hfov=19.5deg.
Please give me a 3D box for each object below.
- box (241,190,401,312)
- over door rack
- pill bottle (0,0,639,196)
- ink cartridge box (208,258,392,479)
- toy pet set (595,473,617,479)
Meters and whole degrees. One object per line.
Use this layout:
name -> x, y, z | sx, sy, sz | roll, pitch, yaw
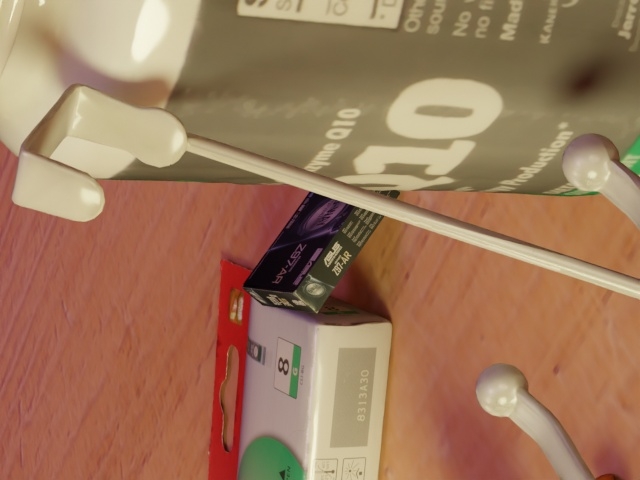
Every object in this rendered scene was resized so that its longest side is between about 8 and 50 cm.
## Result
box -> 0.000, 0.000, 1.011 | 0.083, 0.018, 0.067 | -54, 23, -15
over door rack -> 0.030, 0.073, 0.701 | 0.108, 0.324, 0.239 | -91, 15, -59
pill bottle -> -0.024, -0.123, 0.736 | 0.204, 0.361, 0.204 | -6, 83, 63
ink cartridge box -> -0.038, 0.114, 1.099 | 0.225, 0.056, 0.181 | 18, 105, 60
toy pet set -> 0.090, 0.159, 0.835 | 0.114, 0.065, 0.122 | 33, 118, 58
